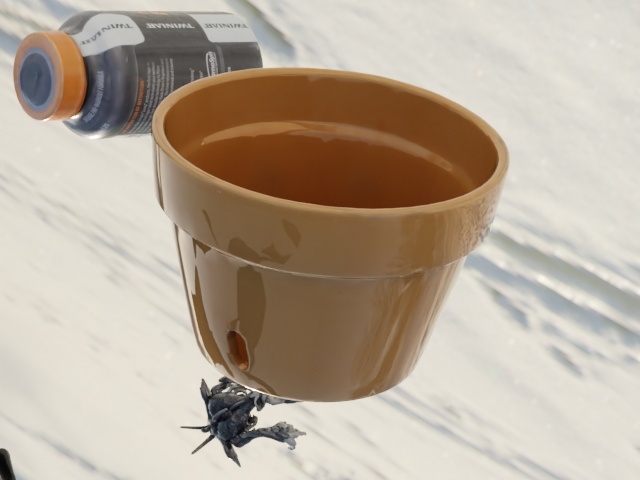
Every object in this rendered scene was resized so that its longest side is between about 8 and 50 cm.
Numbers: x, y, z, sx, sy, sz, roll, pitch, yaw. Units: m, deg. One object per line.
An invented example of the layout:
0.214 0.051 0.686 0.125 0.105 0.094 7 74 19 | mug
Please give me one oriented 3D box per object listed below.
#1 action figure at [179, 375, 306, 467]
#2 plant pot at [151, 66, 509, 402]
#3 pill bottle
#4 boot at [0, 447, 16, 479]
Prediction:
-0.084 0.258 2.227 0.141 0.276 0.164 26 -144 -55 | action figure
0.000 0.000 1.176 0.291 0.291 0.203 24 122 31 | plant pot
-0.187 -0.170 1.427 0.246 0.130 0.130 -8 -161 -44 | pill bottle
-0.429 0.343 1.550 0.118 0.223 0.338 114 132 -82 | boot
